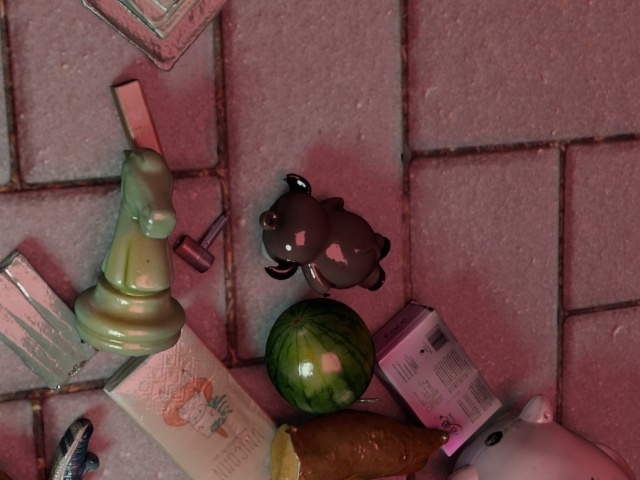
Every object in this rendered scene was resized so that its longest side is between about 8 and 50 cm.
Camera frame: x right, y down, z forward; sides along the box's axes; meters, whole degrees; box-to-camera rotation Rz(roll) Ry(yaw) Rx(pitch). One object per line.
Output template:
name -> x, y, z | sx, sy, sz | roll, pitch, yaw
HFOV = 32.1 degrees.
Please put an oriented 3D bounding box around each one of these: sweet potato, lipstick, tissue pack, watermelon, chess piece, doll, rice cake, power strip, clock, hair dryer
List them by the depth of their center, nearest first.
chess piece -> -0.272, 0.011, 1.682 | 0.176, 0.176, 0.298 | 3, 110, -25
power strip -> -0.239, -0.395, 1.706 | 0.198, 0.064, 0.213 | 38, 84, -23
rice cake -> -0.440, 0.129, 1.729 | 0.124, 0.038, 0.211 | -47, 115, -10
lipstick -> -0.284, -0.177, 1.737 | 0.045, 0.045, 0.145 | -22, 108, -17
hair dryer -> -0.185, -0.009, 1.823 | 0.063, 0.037, 0.114 | 42, 74, -23
tissue pack -> -0.194, 0.298, 1.852 | 0.170, 0.071, 0.325 | -44, 114, -15
doll -> 0.002, 0.000, 1.858 | 0.257, 0.117, 0.182 | 17, 71, -29
watermelon -> 0.004, 0.200, 1.863 | 0.188, 0.188, 0.214 | -39, 132, -13
sweet potato -> 0.070, 0.346, 1.898 | 0.337, 0.131, 0.131 | -6, 102, -30
tissue pack -> 0.197, 0.249, 2.006 | 0.148, 0.092, 0.246 | -41, 113, -12
clock -> 0.423, 0.504, 2.068 | 0.368, 0.250, 0.376 | -40, 113, -13

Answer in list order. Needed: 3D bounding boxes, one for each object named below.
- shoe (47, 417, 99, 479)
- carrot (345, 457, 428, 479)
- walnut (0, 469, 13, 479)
shoe -> -0.390, 0.354, 1.780 | 0.071, 0.064, 0.142 | 16, 96, -25
carrot -> 0.099, 0.388, 1.996 | 0.193, 0.087, 0.087 | -5, 102, -20
walnut -> -0.518, 0.437, 1.690 | 0.159, 0.159, 0.206 | -21, 114, -20
